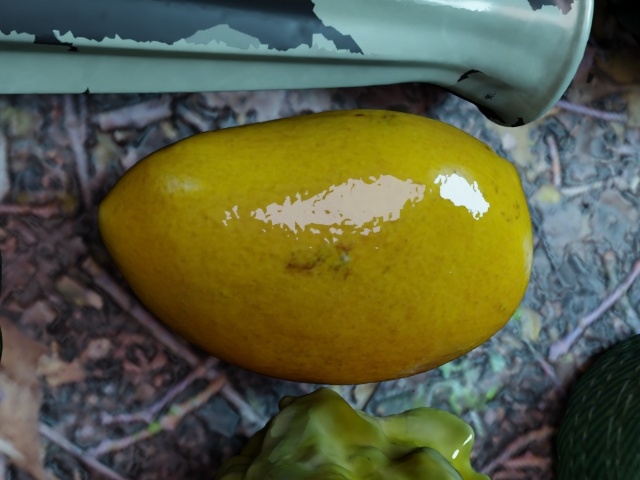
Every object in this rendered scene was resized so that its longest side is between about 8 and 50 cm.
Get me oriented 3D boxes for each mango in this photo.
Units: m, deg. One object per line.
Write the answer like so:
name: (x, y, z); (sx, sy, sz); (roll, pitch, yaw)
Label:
mango: (0.001, 0.005, 0.684); (0.217, 0.141, 0.102); (10, 50, -20)

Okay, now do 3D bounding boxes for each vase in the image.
vase: (-0.051, -0.130, 0.664); (0.360, 0.165, 0.165); (6, 84, -26)

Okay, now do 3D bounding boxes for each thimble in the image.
thimble: (0.204, 0.111, 0.788); (0.135, 0.090, 0.118); (-36, 103, -23)

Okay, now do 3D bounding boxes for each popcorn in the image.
popcorn: (0.024, 0.166, 0.662); (0.187, 0.185, 0.167); (-44, 122, -28)

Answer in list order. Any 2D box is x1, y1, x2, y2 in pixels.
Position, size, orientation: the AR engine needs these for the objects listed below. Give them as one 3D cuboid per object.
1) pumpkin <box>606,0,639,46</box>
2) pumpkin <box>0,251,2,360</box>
pumpkin: (0.247, -0.198, 0.758); (0.250, 0.216, 0.250); (-1, 93, -20)
pumpkin: (-0.268, 0.018, 0.483); (0.323, 0.241, 0.323); (-1, 111, -4)
